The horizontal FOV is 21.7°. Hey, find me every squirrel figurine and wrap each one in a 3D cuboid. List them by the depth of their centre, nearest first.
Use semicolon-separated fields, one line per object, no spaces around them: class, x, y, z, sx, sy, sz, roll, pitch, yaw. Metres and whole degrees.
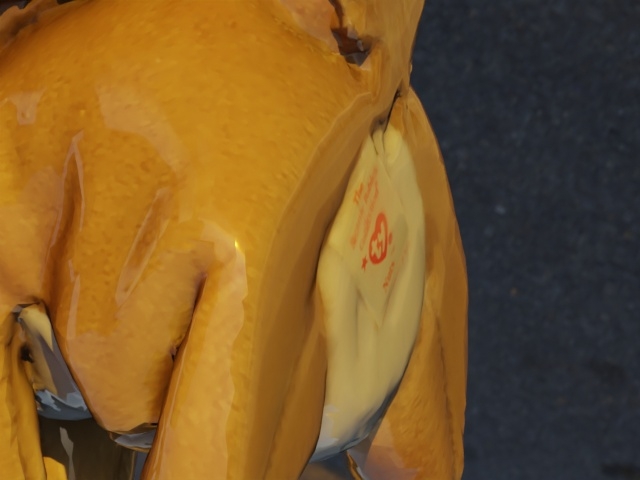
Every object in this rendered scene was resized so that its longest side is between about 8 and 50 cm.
squirrel figurine;-0.143;-0.046;0.764;0.370;0.281;0.397;4;96;23
